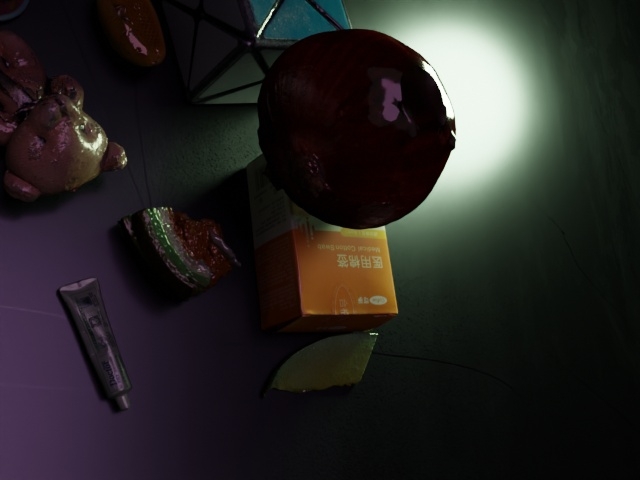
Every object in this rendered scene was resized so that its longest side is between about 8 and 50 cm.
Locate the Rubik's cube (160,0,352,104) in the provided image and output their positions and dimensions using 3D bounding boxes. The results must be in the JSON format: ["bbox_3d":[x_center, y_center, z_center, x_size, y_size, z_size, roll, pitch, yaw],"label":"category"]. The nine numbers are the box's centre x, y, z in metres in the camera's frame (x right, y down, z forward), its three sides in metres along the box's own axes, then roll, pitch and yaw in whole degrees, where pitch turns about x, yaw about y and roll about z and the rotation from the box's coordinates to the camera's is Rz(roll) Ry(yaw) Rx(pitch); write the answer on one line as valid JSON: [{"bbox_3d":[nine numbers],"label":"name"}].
[{"bbox_3d":[-0.123,-0.418,1.401,0.260,0.254,0.259,-14,81,-38],"label":"Rubik's cube"}]

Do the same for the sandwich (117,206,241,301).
[{"bbox_3d":[-0.230,0.002,1.265,0.160,0.109,0.185,-39,97,-36],"label":"sandwich"}]

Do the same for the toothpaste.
[{"bbox_3d":[-0.344,0.164,1.171,0.064,0.041,0.218,-19,81,-33],"label":"toothpaste"}]

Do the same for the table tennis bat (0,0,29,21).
[{"bbox_3d":[-0.598,-0.444,1.217,0.244,0.040,0.153,16,65,-35],"label":"table tennis bat"}]

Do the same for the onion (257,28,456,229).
[{"bbox_3d":[0.074,-0.188,1.251,0.341,0.341,0.341,13,66,-31],"label":"onion"}]

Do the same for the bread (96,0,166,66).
[{"bbox_3d":[-0.345,-0.391,1.350,0.114,0.077,0.189,-9,77,-58],"label":"bread"}]

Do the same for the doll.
[{"bbox_3d":[-0.448,-0.218,1.167,0.201,0.156,0.303,-30,87,-37],"label":"doll"}]

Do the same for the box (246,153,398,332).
[{"bbox_3d":[0.000,0.000,1.410,0.224,0.143,0.341,3,73,-34],"label":"box"}]

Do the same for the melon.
[{"bbox_3d":[-0.004,0.238,1.392,0.261,0.053,0.114,-13,101,-34],"label":"melon"}]
